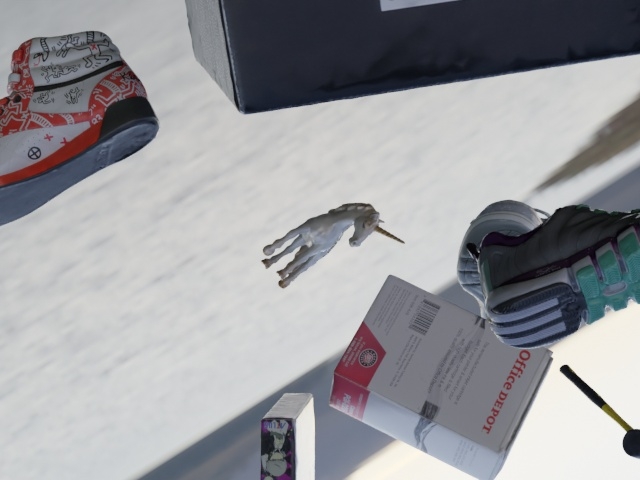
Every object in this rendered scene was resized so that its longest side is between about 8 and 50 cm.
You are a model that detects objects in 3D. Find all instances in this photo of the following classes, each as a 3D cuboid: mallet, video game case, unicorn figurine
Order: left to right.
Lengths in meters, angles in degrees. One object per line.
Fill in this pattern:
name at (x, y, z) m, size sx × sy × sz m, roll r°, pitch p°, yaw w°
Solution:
video game case at (-0.037, 0.289, 1.712) m, size 0.042 × 0.210 × 0.232 m, roll 0°, pitch -178°, yaw 5°
unicorn figurine at (0.000, 0.000, 1.470) m, size 0.111 × 0.060 × 0.162 m, roll -33°, pitch -168°, yaw -8°
mallet at (0.367, 0.219, 1.953) m, size 0.062 × 0.190 × 0.039 m, roll 11°, pitch 114°, yaw -49°

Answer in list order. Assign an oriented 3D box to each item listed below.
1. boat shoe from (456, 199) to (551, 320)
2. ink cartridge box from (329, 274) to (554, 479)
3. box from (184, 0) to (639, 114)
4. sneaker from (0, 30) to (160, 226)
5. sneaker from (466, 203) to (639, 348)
boat shoe at (0.241, 0.023, 1.898) m, size 0.118 × 0.103 × 0.320 m, roll 0°, pitch 155°, yaw 15°
ink cartridge box at (0.141, 0.162, 1.767) m, size 0.158 × 0.218 × 0.092 m, roll -58°, pitch 167°, yaw -31°
box at (0.098, -0.334, 1.594) m, size 0.480 × 0.297 × 0.472 m, roll -9°, pitch -165°, yaw -7°
sneaker at (-0.312, -0.116, 1.567) m, size 0.270 × 0.145 × 0.090 m, roll -27°, pitch 158°, yaw -3°
sneaker at (0.215, -0.004, 1.070) m, size 0.224 × 0.098 × 0.083 m, roll -17°, pitch 136°, yaw 1°
